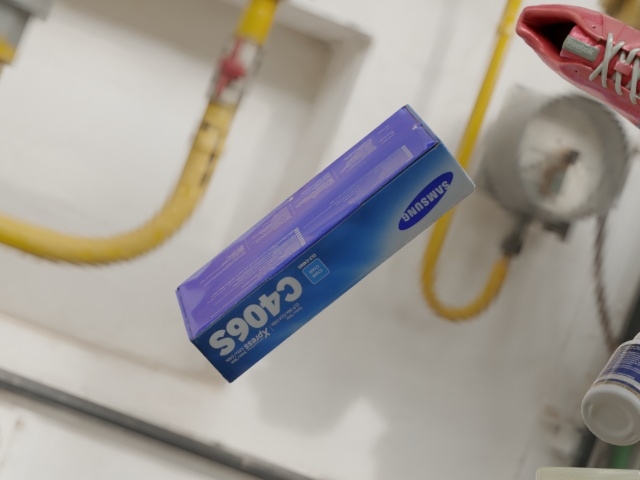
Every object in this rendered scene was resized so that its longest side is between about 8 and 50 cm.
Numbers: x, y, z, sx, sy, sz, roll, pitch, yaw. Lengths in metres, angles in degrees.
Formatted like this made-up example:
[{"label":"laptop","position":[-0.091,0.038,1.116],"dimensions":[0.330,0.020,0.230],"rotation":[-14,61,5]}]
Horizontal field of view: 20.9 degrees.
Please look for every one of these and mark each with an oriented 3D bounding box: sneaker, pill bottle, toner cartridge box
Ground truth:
[{"label":"sneaker","position":[0.342,-0.194,2.009],"dimensions":[0.136,0.116,0.314],"rotation":[14,14,-43]},{"label":"pill bottle","position":[0.426,0.193,2.351],"dimensions":[0.094,0.094,0.169],"rotation":[19,39,22]},{"label":"toner cartridge box","position":[0.000,0.000,1.946],"dimensions":[0.075,0.348,0.165],"rotation":[50,5,-22]}]

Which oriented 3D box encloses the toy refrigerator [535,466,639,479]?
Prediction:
[{"label":"toy refrigerator","position":[0.214,0.273,1.456],"dimensions":[0.094,0.102,0.269],"rotation":[1,-21,6]}]
